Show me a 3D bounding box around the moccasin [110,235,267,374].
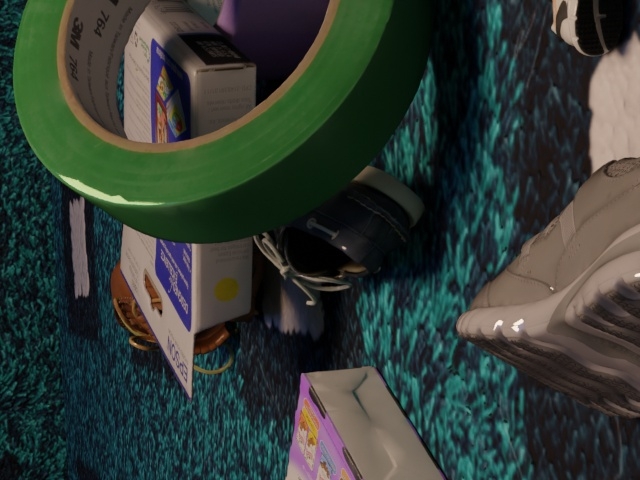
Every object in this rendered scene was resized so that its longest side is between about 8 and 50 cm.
[{"bbox_3d":[-0.156,0.076,1.417,0.380,0.139,0.146,-21,65,59],"label":"moccasin"}]

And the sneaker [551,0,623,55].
[{"bbox_3d":[0.144,-0.159,0.677,0.044,0.040,0.109,-137,48,-65],"label":"sneaker"}]

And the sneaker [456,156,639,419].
[{"bbox_3d":[0.161,0.017,0.629,0.115,0.105,0.281,-63,8,-18],"label":"sneaker"}]

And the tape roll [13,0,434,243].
[{"bbox_3d":[-0.077,-0.158,0.918,0.077,0.321,0.321,43,-153,-57],"label":"tape roll"}]

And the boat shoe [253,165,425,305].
[{"bbox_3d":[0.000,0.000,1.006,0.079,0.095,0.254,-56,20,-17],"label":"boat shoe"}]

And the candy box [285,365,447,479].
[{"bbox_3d":[0.029,0.231,1.011,0.165,0.070,0.196,-124,36,-53],"label":"candy box"}]

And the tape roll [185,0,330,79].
[{"bbox_3d":[-0.072,-0.291,1.170,0.275,0.090,0.274,177,90,-69],"label":"tape roll"}]

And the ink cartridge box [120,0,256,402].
[{"bbox_3d":[-0.131,-0.055,1.157,0.303,0.072,0.307,-132,40,-59],"label":"ink cartridge box"}]
